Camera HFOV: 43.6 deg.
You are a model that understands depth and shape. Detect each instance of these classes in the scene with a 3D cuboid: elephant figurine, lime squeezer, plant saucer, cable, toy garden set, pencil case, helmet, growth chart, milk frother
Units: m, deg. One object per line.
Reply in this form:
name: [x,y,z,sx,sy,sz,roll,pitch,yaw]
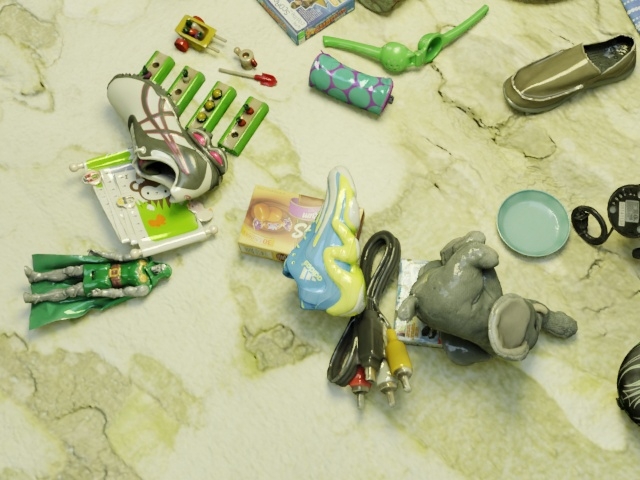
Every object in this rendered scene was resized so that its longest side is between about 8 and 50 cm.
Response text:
elephant figurine: [0.254,0.117,1.180,0.186,0.169,0.239,-40,96,10]
lime squeezer: [0.166,-0.353,1.444,0.310,0.059,0.110,-12,38,-1]
plant saucer: [0.347,-0.026,1.314,0.119,0.021,0.119,-1,69,2]
cable: [0.081,0.126,1.253,0.139,0.072,0.287,-27,42,35]
toy garden set: [-0.200,-0.291,1.427,0.244,0.049,0.203,27,72,12]
pencil case: [0.054,-0.276,1.402,0.152,0.064,0.070,24,87,11]
helmet: [0.514,0.203,1.141,0.169,0.161,0.169,-1,69,2]
growth chart: [-0.290,-0.072,1.342,0.172,0.021,0.237,-27,65,-24]
milk frother: [0.500,-0.046,1.282,0.135,0.129,0.143,-11,30,-38]

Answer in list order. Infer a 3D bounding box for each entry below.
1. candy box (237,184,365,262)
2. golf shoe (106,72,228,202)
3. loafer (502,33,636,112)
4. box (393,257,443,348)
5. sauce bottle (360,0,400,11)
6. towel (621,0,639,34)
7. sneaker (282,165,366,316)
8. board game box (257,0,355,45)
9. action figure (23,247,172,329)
candy box: [-0.030,-0.016,1.310,0.187,0.053,0.109,13,70,9]
golf shoe: [-0.279,-0.177,1.339,0.273,0.105,0.120,41,57,15]
loafer: [0.433,-0.301,1.383,0.251,0.087,0.094,-23,69,-6]
box: [0.166,0.099,1.269,0.094,0.027,0.137,6,69,6]
sauce bottle: [0.194,-0.574,1.488,0.111,0.111,0.344,36,76,15]
towel: [0.648,-0.540,1.485,0.243,0.040,0.336,-17,69,2]
sneaker: [0.000,0.000,1.227,0.126,0.091,0.240,-5,71,1]
board game box: [-0.049,-0.474,1.500,0.136,0.035,0.201,-35,71,-11]
action figure: [-0.355,0.061,1.292,0.232,0.063,0.137,-8,65,-4]
